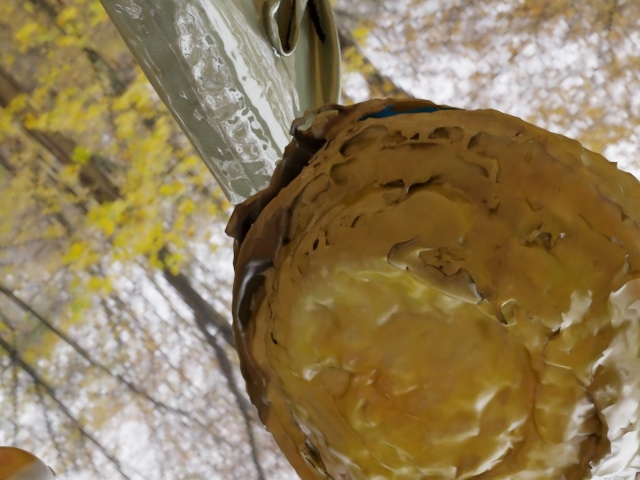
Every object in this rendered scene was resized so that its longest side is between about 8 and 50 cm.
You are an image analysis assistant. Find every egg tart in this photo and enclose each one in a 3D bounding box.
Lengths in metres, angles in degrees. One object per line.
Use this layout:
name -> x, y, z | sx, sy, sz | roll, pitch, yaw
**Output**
egg tart -> 0.059, 0.056, 0.626 | 0.291, 0.290, 0.107 | -28, -173, 34

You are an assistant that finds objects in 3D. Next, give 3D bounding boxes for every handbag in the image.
handbag -> -0.063, -0.173, 0.945 | 0.109, 0.316, 0.253 | -13, -132, 20

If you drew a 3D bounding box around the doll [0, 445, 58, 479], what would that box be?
doll -> -0.305, 0.258, 0.938 | 0.162, 0.166, 0.270 | -26, 170, 25
